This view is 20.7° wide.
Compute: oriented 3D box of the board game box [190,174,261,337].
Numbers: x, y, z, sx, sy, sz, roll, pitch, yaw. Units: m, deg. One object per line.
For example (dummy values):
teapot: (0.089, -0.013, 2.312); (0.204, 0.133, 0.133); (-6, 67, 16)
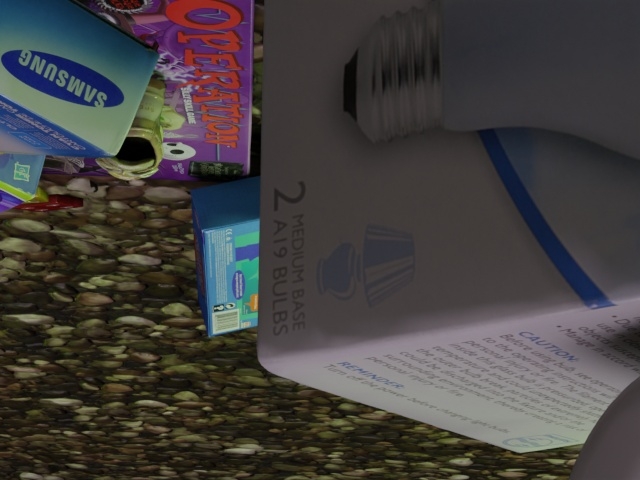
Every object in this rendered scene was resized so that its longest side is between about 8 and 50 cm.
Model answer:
board game box: (0.000, 0.000, 1.473); (0.210, 0.047, 0.160); (-11, 145, -10)

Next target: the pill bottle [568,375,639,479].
pill bottle: (0.246, 0.137, 0.725); (0.283, 0.161, 0.161); (12, 159, -40)

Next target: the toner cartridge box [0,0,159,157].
toner cartridge box: (-0.279, -0.154, 1.007); (0.348, 0.075, 0.165); (29, 167, -36)

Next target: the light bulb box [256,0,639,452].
light bulb box: (0.179, -0.112, 0.798); (0.361, 0.357, 0.225); (-14, 158, 36)

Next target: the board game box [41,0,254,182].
board game box: (-0.151, -0.125, 1.273); (0.208, 0.056, 0.347); (-2, 161, -3)

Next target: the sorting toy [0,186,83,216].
sorting toy: (-0.336, -0.043, 1.488); (0.275, 0.046, 0.132); (-5, 175, 24)

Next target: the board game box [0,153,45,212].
board game box: (-0.395, -0.103, 1.222); (0.347, 0.078, 0.233); (26, 151, -32)

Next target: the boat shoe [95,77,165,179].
boat shoe: (-0.140, -0.071, 1.284); (0.056, 0.048, 0.153); (6, 160, -12)

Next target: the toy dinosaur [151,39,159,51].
toy dinosaur: (-0.150, -0.104, 1.209); (0.090, 0.047, 0.082); (-9, 179, -1)
